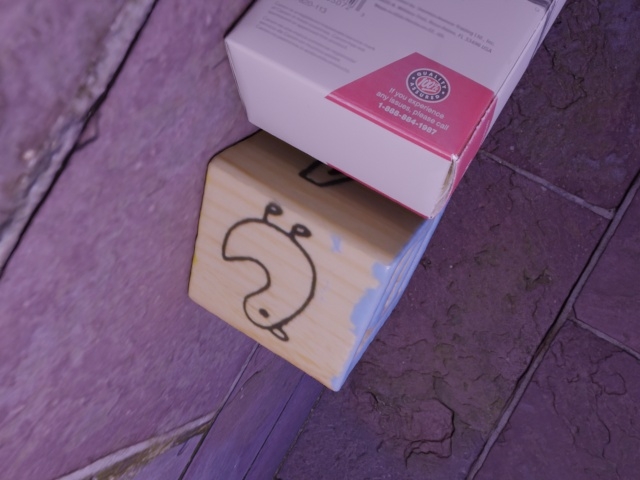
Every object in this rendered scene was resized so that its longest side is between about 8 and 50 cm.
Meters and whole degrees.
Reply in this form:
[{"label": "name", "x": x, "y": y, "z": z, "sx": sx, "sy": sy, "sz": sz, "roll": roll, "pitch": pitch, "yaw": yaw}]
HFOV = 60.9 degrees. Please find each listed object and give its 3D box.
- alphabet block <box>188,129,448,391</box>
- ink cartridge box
[{"label": "alphabet block", "x": 0.000, "y": 0.000, "z": 0.592, "sx": 0.193, "sy": 0.197, "sz": 0.192, "roll": -43, "pitch": 157, "yaw": -51}, {"label": "ink cartridge box", "x": 0.086, "y": -0.195, "z": 0.480, "sx": 0.283, "sy": 0.207, "sz": 0.117, "roll": -56, "pitch": 166, "yaw": -16}]
